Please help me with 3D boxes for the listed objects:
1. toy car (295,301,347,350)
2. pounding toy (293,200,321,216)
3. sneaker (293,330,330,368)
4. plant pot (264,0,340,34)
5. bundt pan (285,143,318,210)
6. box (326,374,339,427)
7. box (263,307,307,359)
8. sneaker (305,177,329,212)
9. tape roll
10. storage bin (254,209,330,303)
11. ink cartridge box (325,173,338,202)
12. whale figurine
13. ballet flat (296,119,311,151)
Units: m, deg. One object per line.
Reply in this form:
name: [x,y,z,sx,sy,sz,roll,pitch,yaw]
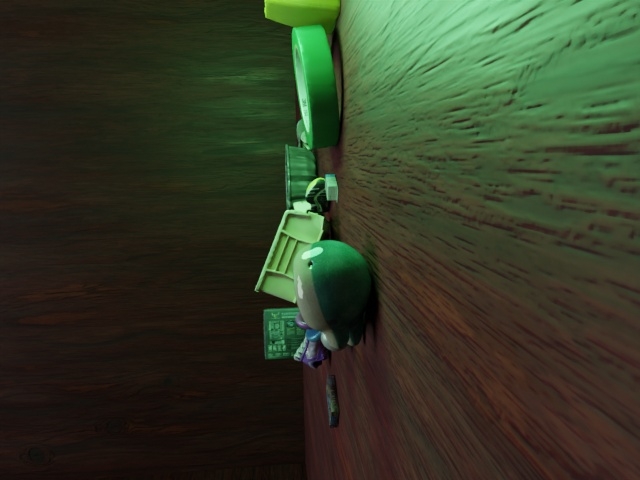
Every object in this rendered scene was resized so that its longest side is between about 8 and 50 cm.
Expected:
toy car: [0.004,0.186,1.362,0.159,0.136,0.182,-103,12,-64]
pounding toy: [-0.031,-0.025,1.983,0.206,0.094,0.181,75,-175,-69]
sneaker: [-0.005,0.360,1.869,0.095,0.104,0.236,-27,-31,-48]
plant pot: [-0.055,-0.673,1.397,0.212,0.187,0.212,-132,40,-83]
bundt pan: [-0.077,-0.229,2.194,0.331,0.124,0.331,178,90,-86]
box: [0.038,0.518,1.732,0.137,0.027,0.094,-98,8,-49]
box: [-0.095,0.342,1.995,0.059,0.232,0.184,155,112,-81]
sneaker: [-0.008,-0.160,1.688,0.208,0.081,0.094,103,166,-73]
tape roll: [-0.015,-0.413,1.458,0.321,0.077,0.322,171,90,-85]
storage bin: [-0.070,0.043,1.611,0.262,0.123,0.261,21,-90,-84]
ink cartridge box: [0.031,-0.148,1.531,0.083,0.028,0.048,-99,9,-53]
whale figurine: [0.048,0.110,1.067,0.272,0.141,0.216,56,-158,-48]
ballet flat: [-0.064,-0.440,2.380,0.068,0.072,0.213,52,156,30]
